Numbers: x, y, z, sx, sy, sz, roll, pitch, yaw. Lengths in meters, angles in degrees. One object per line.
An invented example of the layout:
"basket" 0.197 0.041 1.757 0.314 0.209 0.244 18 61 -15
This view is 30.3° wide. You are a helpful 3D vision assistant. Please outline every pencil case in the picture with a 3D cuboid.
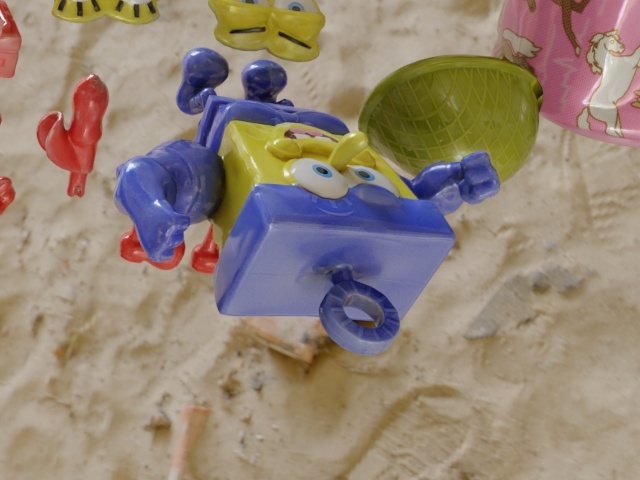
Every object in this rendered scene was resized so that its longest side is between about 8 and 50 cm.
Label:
"pencil case" 0.229 -0.256 0.745 0.160 0.167 0.386 26 121 24

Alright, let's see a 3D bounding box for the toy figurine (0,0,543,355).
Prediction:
"toy figurine" 0.000 0.000 0.628 0.191 0.362 0.217 -64 37 28
